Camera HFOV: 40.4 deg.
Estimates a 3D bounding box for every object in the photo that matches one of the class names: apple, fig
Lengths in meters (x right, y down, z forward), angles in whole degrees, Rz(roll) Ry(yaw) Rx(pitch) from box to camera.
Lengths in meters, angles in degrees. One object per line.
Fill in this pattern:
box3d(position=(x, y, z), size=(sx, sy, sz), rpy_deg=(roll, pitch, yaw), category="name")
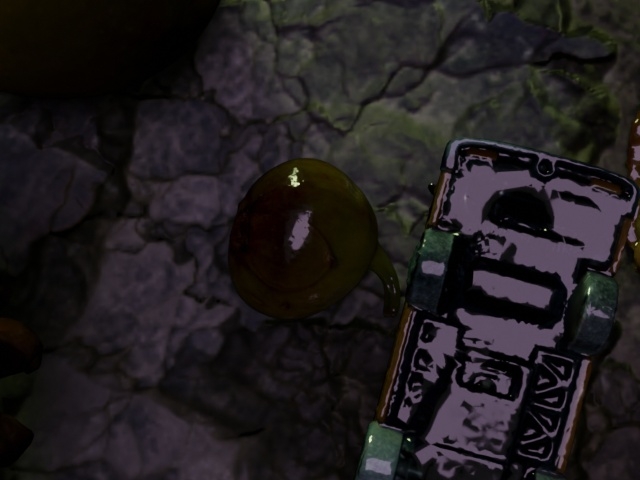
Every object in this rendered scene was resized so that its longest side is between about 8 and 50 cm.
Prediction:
box3d(position=(-0.146, -0.173, 0.458), size=(0.196, 0.157, 0.196), rpy_deg=(0, 74, -1), category="apple")
box3d(position=(0.000, 0.000, 0.473), size=(0.098, 0.082, 0.084), rpy_deg=(9, 60, -30), category="fig")

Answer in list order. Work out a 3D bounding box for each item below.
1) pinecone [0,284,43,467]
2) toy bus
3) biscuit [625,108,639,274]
box3d(position=(-0.255, 0.081, 0.368), size=(0.242, 0.298, 0.296), rpy_deg=(36, 51, -14), category="pinecone")
box3d(position=(0.081, 0.060, 0.434), size=(0.098, 0.114, 0.201), rpy_deg=(15, 88, 5), category="toy bus")
box3d(position=(0.303, -0.046, 0.483), size=(0.254, 0.029, 0.172), rpy_deg=(8, 83, 4), category="biscuit")
